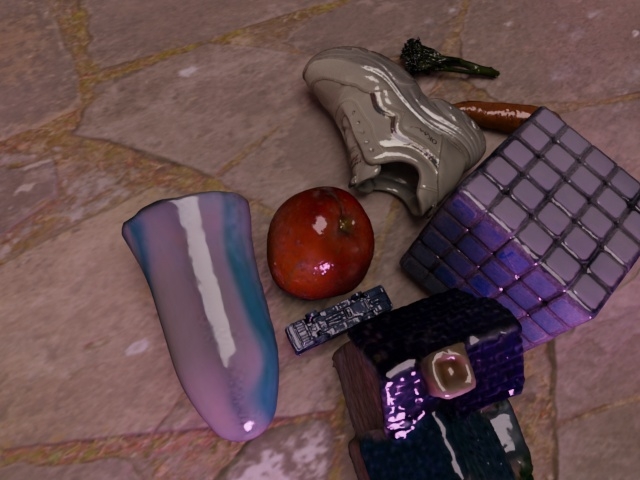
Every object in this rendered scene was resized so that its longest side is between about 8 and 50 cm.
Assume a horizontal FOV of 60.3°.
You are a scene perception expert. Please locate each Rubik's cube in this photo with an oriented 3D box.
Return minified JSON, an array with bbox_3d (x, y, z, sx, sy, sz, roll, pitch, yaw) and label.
[{"bbox_3d":[0.298,-0.007,0.812,0.237,0.237,0.238,43,63,11],"label":"Rubik's cube"}]

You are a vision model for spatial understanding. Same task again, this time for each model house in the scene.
[{"bbox_3d":[0.158,0.225,0.691,0.243,0.284,0.298,-18,71,-8],"label":"model house"}]

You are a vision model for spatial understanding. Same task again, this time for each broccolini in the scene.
[{"bbox_3d":[0.248,-0.332,1.062,0.201,0.058,0.074,12,81,-18],"label":"broccolini"}]

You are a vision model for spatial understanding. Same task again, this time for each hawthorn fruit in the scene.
[{"bbox_3d":[0.000,0.000,0.816,0.173,0.173,0.173,2,67,-6],"label":"hawthorn fruit"}]

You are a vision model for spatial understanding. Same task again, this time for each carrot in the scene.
[{"bbox_3d":[0.323,-0.227,1.014,0.248,0.059,0.059,7,67,-1],"label":"carrot"}]

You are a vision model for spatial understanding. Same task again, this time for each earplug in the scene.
[{"bbox_3d":[-0.148,0.115,0.762,0.185,0.185,0.324,-14,76,-12],"label":"earplug"}]

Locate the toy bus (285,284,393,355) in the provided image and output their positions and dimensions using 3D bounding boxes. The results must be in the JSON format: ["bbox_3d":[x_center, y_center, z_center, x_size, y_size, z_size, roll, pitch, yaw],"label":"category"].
[{"bbox_3d":[0.027,0.120,0.828,0.166,0.065,0.047,-21,72,-17],"label":"toy bus"}]

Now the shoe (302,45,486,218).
[{"bbox_3d":[0.094,-0.177,0.922,0.342,0.132,0.210,33,65,4],"label":"shoe"}]
